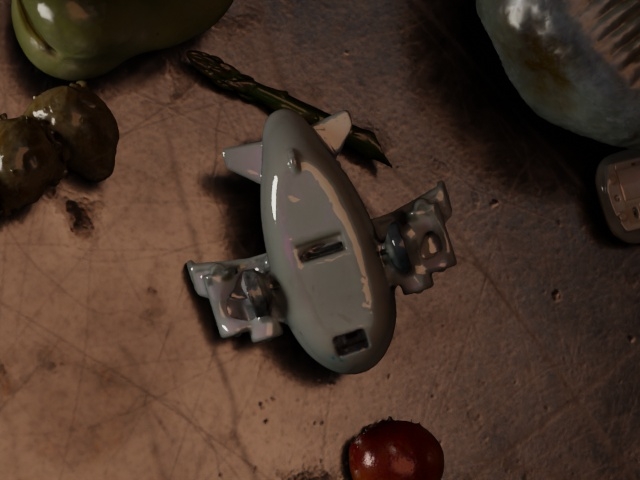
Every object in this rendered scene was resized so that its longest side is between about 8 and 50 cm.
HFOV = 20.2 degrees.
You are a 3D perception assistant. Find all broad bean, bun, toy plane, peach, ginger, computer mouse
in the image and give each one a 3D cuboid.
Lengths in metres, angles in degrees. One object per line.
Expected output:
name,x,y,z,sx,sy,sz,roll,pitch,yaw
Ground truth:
broad bean,-0.191,-0.258,1.743,0.189,0.121,0.263,46,52,12
bun,0.318,-0.262,1.833,0.362,0.211,0.362,4,75,-17
toy plane,0.000,0.000,1.735,0.266,0.122,0.267,0,88,3
peach,0.078,0.216,1.749,0.098,0.061,0.098,1,86,-15
ginger,-0.282,-0.071,1.693,0.204,0.080,0.104,-32,93,-21
computer mouse,0.380,-0.059,1.897,0.199,0.045,0.102,-15,84,-18

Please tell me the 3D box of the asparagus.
asparagus,-0.030,-0.133,1.801,0.236,0.034,0.027,26,82,-8
